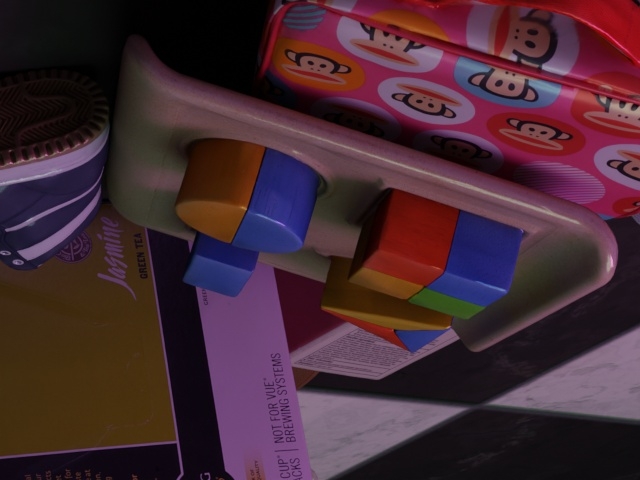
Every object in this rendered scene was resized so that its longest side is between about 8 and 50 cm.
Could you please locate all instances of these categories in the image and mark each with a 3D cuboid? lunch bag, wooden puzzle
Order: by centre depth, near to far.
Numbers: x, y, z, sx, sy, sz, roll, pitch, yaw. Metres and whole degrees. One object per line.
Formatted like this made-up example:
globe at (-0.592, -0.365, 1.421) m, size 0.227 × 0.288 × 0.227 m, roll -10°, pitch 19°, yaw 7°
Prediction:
lunch bag at (0.106, -0.114, 0.845) m, size 0.293 × 0.120 × 0.258 m, roll 17°, pitch 165°, yaw -4°
wooden puzzle at (0.000, 0.000, 0.983) m, size 0.348 × 0.080 × 0.322 m, roll 22°, pitch 163°, yaw -5°

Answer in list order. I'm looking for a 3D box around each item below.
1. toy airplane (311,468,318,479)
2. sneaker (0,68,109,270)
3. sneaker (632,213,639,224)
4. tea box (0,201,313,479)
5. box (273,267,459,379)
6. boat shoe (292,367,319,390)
toy airplane at (-0.201, 0.315, 1.578) m, size 0.386 × 0.272 × 0.384 m, roll -11°, pitch -169°, yaw -36°
sneaker at (-0.293, -0.036, 0.993) m, size 0.282 × 0.099 × 0.153 m, roll -10°, pitch 153°, yaw -11°
sneaker at (0.385, -0.092, 1.206) m, size 0.091 × 0.094 × 0.258 m, roll -37°, pitch -173°, yaw -40°
tea box at (-0.201, 0.157, 1.170) m, size 0.323 × 0.329 × 0.220 m, roll -1°, pitch 153°, yaw -20°
box at (0.076, 0.026, 1.261) m, size 0.232 × 0.127 × 0.148 m, roll -32°, pitch 149°, yaw 35°
boat shoe at (-0.131, 0.142, 1.482) m, size 0.285 × 0.089 × 0.104 m, roll -19°, pitch 128°, yaw 9°
